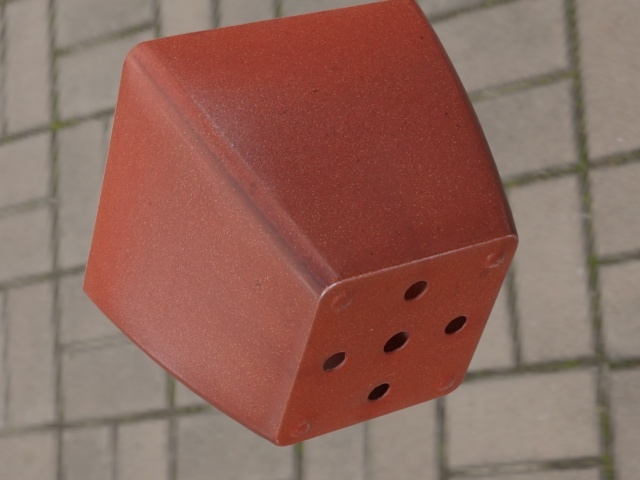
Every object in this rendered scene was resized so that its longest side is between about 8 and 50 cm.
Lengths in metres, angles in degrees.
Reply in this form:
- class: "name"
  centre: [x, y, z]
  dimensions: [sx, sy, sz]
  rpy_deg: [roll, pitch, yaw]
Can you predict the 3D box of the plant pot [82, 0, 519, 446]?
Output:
- class: "plant pot"
  centre: [0.000, 0.000, 1.368]
  dimensions: [0.235, 0.267, 0.267]
  rpy_deg: [52, 142, 34]
